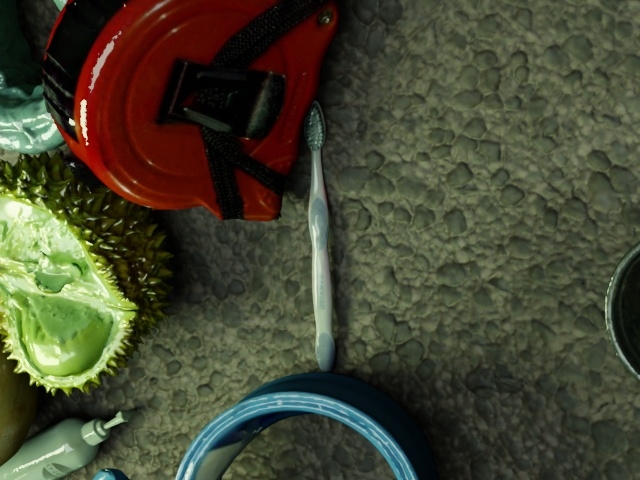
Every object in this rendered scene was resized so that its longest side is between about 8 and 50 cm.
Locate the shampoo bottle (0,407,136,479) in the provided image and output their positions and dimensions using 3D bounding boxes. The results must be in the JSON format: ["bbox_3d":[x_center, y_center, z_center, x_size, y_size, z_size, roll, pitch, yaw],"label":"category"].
[{"bbox_3d":[-0.275,0.221,1.713,0.195,0.056,0.056,-30,92,29],"label":"shampoo bottle"}]

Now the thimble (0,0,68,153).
[{"bbox_3d":[-0.259,-0.207,1.525,0.198,0.143,0.235,5,108,22],"label":"thimble"}]

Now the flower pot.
[{"bbox_3d":[0.328,0.050,1.363,0.157,0.107,0.157,8,109,25],"label":"flower pot"}]

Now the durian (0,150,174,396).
[{"bbox_3d":[-0.253,0.018,1.571,0.200,0.176,0.237,-35,102,12],"label":"durian"}]

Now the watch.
[{"bbox_3d":[-0.048,0.244,1.540,0.305,0.241,0.274,33,100,4],"label":"watch"}]

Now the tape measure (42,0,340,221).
[{"bbox_3d":[-0.116,-0.136,1.431,0.114,0.260,0.253,42,122,45],"label":"tape measure"}]

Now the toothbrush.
[{"bbox_3d":[0.000,0.000,1.540,0.021,0.027,0.269,0,108,11],"label":"toothbrush"}]

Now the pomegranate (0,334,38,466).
[{"bbox_3d":[-0.399,0.148,1.659,0.233,0.233,0.233,7,108,22],"label":"pomegranate"}]
